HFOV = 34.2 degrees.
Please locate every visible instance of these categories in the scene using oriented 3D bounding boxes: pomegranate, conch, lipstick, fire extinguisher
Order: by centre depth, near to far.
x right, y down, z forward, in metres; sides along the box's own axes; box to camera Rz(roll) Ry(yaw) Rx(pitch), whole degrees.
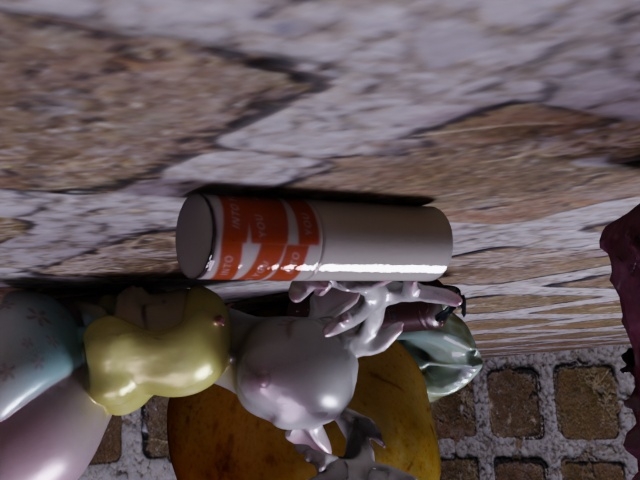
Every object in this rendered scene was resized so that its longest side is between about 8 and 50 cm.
[{"bbox_3d":[0.000,0.000,0.482,0.130,0.038,0.038,2,169,-33],"label":"lipstick"},{"bbox_3d":[0.051,0.055,0.851,0.158,0.043,0.064,-8,-160,27],"label":"fire extinguisher"},{"bbox_3d":[-0.008,0.187,0.966,0.264,0.264,0.264,-3,171,-1],"label":"pomegranate"},{"bbox_3d":[0.096,0.117,1.095,0.116,0.106,0.173,24,141,-22],"label":"conch"}]

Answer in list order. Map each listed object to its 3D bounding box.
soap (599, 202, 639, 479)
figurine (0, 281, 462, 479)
[{"bbox_3d":[0.252,0.046,0.341,0.127,0.220,0.325,-9,174,-29],"label":"soap"},{"bbox_3d":[-0.060,0.110,0.695,0.315,0.206,0.284,-8,-178,-2],"label":"figurine"}]
